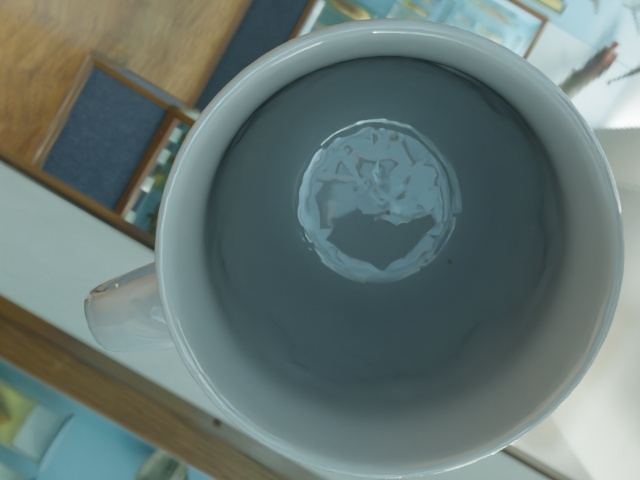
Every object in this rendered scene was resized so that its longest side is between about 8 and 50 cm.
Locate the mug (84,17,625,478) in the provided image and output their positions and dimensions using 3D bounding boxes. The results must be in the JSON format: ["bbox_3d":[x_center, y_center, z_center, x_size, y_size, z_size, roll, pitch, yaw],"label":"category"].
[{"bbox_3d":[0.000,0.000,0.668,0.374,0.276,0.328,-19,-172,6],"label":"mug"}]
